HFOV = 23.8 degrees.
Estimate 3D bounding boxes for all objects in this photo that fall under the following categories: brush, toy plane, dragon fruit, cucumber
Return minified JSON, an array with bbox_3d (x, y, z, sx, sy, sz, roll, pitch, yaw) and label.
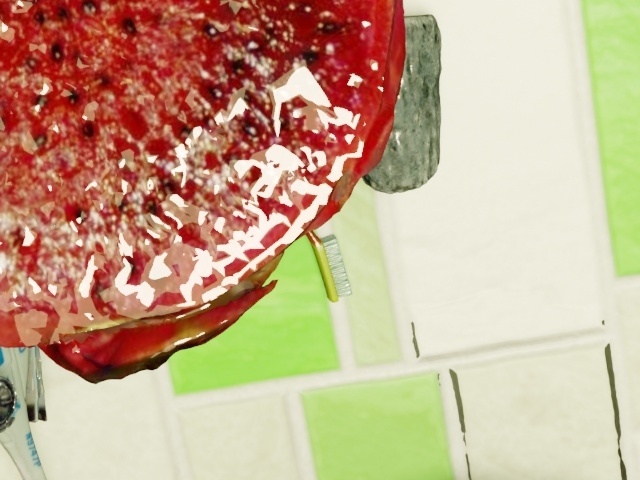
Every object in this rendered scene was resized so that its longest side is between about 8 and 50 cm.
[{"bbox_3d":[0.000,0.000,1.004,0.021,0.019,0.083,-23,106,-2],"label":"brush"},{"bbox_3d":[-0.214,0.101,0.975,0.182,0.107,0.273,25,134,22],"label":"toy plane"},{"bbox_3d":[-0.137,-0.124,0.842,0.386,0.249,0.371,25,88,4],"label":"dragon fruit"},{"bbox_3d":[0.047,-0.087,0.954,0.064,0.064,0.112,-4,107,2],"label":"cucumber"}]
